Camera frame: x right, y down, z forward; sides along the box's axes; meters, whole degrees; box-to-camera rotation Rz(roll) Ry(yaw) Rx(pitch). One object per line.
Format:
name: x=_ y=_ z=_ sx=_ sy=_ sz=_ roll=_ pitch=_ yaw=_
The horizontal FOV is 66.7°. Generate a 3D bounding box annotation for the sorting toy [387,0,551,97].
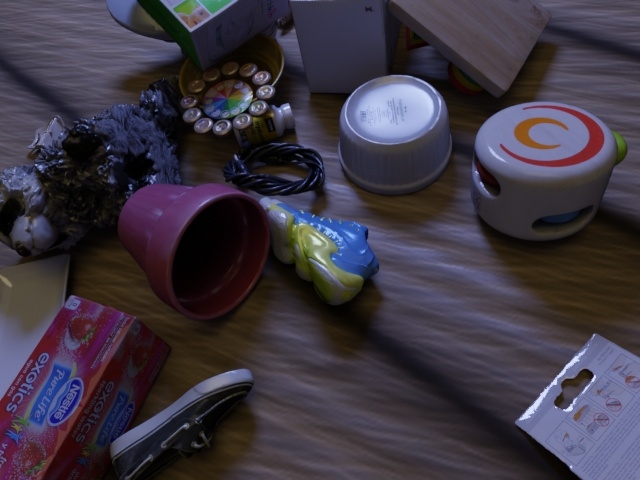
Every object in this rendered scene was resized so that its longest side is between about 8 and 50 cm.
sorting toy: x=0.273 y=-0.413 z=0.928 sx=0.257 sy=0.089 sz=0.256 roll=37 pitch=64 yaw=-4

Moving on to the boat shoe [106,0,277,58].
boat shoe: x=-0.277 y=-0.494 z=1.100 sx=0.366 sy=0.156 sz=0.136 roll=2 pitch=87 yaw=-1

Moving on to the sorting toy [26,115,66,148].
sorting toy: x=-0.595 y=-0.221 z=1.049 sx=0.075 sy=0.045 sz=0.084 roll=-1 pitch=59 yaw=18

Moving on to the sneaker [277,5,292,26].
sneaker: x=-0.151 y=-0.554 z=1.153 sx=0.188 sy=0.066 sz=0.071 roll=18 pitch=65 yaw=21

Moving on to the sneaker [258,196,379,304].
sneaker: x=0.000 y=0.000 z=0.790 sx=0.126 sy=0.091 sz=0.240 roll=-25 pitch=55 yaw=-27

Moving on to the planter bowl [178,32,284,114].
planter bowl: x=-0.170 y=-0.319 z=0.997 sx=0.216 sy=0.090 sz=0.217 roll=-4 pitch=61 yaw=7

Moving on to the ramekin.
ramekin: x=0.129 y=-0.193 z=0.856 sx=0.206 sy=0.109 sz=0.207 roll=-5 pitch=59 yaw=8

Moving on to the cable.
cable: x=-0.081 y=-0.129 z=0.864 sx=0.184 sy=0.047 sz=0.150 roll=18 pitch=38 yaw=18

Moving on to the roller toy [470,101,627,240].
roller toy: x=0.327 y=-0.102 z=0.742 sx=0.209 sy=0.146 sz=0.191 roll=23 pitch=56 yaw=29

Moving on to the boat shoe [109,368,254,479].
boat shoe: x=-0.178 y=0.258 z=0.661 sx=0.219 sy=0.078 sz=0.070 roll=-34 pitch=58 yaw=-1

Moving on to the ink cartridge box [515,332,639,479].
ink cartridge box: x=0.388 y=0.244 z=0.589 sx=0.181 sy=0.056 sz=0.224 roll=-40 pitch=42 yaw=-14

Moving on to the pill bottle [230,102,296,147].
pill bottle: x=-0.110 y=-0.226 z=0.946 sx=0.116 sy=0.065 sz=0.065 roll=-19 pitch=57 yaw=-1

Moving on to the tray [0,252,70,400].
tray: x=-0.488 y=0.155 z=0.804 sx=0.145 sy=0.030 sz=0.271 roll=-13 pitch=57 yaw=2

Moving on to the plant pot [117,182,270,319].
plant pot: x=-0.208 y=-0.003 z=0.757 sx=0.180 sy=0.201 sz=0.201 roll=23 pitch=65 yaw=33

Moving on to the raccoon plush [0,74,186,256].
raccoon plush: x=-0.418 y=-0.133 z=0.926 sx=0.298 sy=0.216 sz=0.447 roll=-13 pitch=27 yaw=19

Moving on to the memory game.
memory game: x=-0.174 y=-0.269 z=0.911 sx=0.186 sy=0.012 sz=0.186 roll=-4 pitch=61 yaw=8

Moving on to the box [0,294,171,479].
box: x=-0.338 y=0.224 z=0.675 sx=0.122 sy=0.128 sz=0.257 roll=14 pitch=62 yaw=18

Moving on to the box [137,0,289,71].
box: x=-0.229 y=-0.510 z=0.955 sx=0.231 sy=0.127 sz=0.262 roll=-40 pitch=79 yaw=-11

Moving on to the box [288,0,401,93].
box: x=0.074 y=-0.499 z=0.991 sx=0.168 sy=0.215 sz=0.346 roll=6 pitch=60 yaw=14
